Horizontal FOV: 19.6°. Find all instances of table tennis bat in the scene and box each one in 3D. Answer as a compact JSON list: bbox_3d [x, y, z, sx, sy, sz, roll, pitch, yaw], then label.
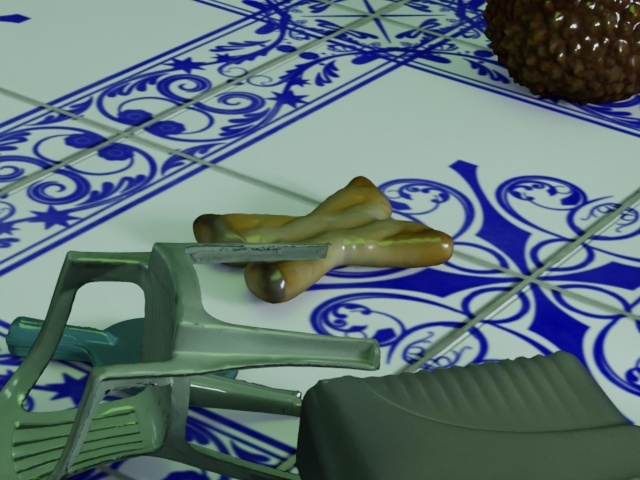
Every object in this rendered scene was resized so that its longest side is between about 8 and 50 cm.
[{"bbox_3d":[-0.168,0.093,1.578,0.201,0.033,0.124,7,26,1],"label":"table tennis bat"}]

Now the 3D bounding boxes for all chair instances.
[{"bbox_3d":[-0.120,0.110,1.417,0.274,0.191,0.203,5,25,-14],"label":"chair"}]

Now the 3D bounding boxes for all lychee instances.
[{"bbox_3d":[0.322,-0.296,2.161,0.267,0.267,0.267,3,27,-2],"label":"lychee"}]

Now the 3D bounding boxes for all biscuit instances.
[{"bbox_3d":[0.001,0.001,1.762,0.207,0.047,0.164,-13,33,-29],"label":"biscuit"}]

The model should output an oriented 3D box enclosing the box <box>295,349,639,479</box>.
[{"bbox_3d":[0.123,0.176,1.316,0.274,0.138,0.178,-5,38,-18],"label":"box"}]
